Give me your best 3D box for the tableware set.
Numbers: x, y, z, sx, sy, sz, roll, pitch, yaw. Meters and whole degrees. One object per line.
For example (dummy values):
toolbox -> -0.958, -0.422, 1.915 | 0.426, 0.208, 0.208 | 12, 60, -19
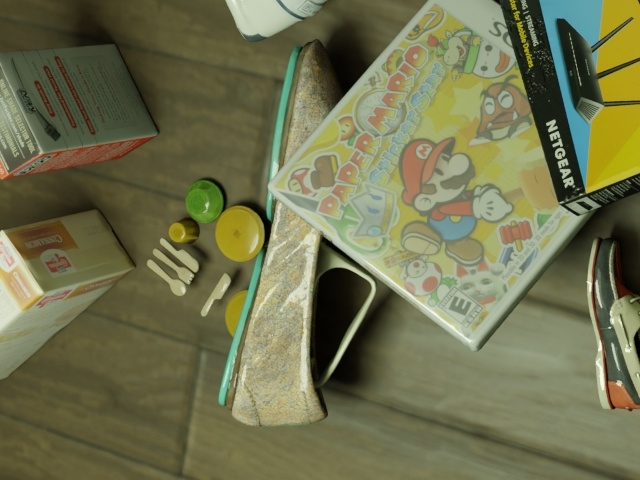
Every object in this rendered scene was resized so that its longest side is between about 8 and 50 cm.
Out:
tableware set -> -0.070, 0.023, 1.562 | 0.154, 0.024, 0.104 | 38, 110, 19

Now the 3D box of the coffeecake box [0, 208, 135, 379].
coffeecake box -> -0.276, 0.059, 1.606 | 0.185, 0.142, 0.068 | -39, 79, 27

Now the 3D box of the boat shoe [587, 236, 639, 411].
boat shoe -> 0.230, 0.063, 1.392 | 0.043, 0.049, 0.137 | -4, 98, 25

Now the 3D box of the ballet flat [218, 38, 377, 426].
ballet flat -> 0.000, 0.000, 1.479 | 0.106, 0.107, 0.316 | 12, 99, 5

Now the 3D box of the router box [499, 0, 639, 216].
router box -> 0.215, -0.125, 1.332 | 0.133, 0.046, 0.179 | -23, 68, 22

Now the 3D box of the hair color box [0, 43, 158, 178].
hair color box -> -0.218, -0.110, 1.536 | 0.053, 0.167, 0.093 | -29, 83, 28

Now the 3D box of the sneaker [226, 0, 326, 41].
sneaker -> -0.093, -0.279, 1.486 | 0.091, 0.094, 0.258 | -32, 83, 23

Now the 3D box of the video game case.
video game case -> 0.109, -0.063, 1.386 | 0.206, 0.026, 0.227 | 38, 81, 18
